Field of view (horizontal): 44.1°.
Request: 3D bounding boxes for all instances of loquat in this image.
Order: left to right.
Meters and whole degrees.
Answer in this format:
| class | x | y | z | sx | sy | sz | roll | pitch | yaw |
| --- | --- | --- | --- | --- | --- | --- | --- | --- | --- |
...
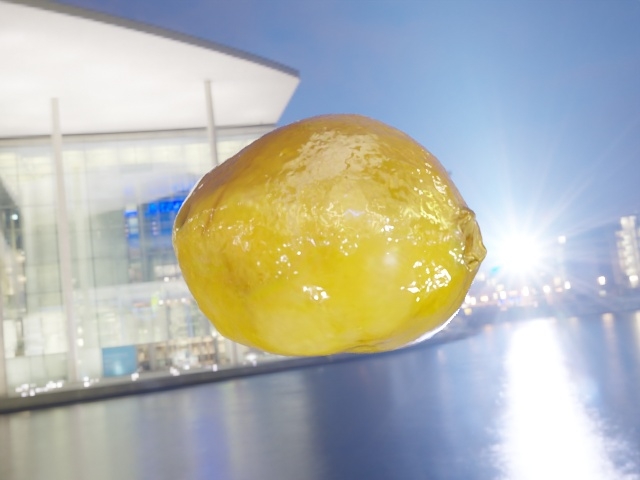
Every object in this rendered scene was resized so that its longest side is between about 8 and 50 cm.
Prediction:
| class | x | y | z | sx | sy | sz | roll | pitch | yaw |
| --- | --- | --- | --- | --- | --- | --- | --- | --- | --- |
| loquat | 0.000 | 0.000 | 0.558 | 0.234 | 0.175 | 0.187 | -3 | -22 | 39 |
